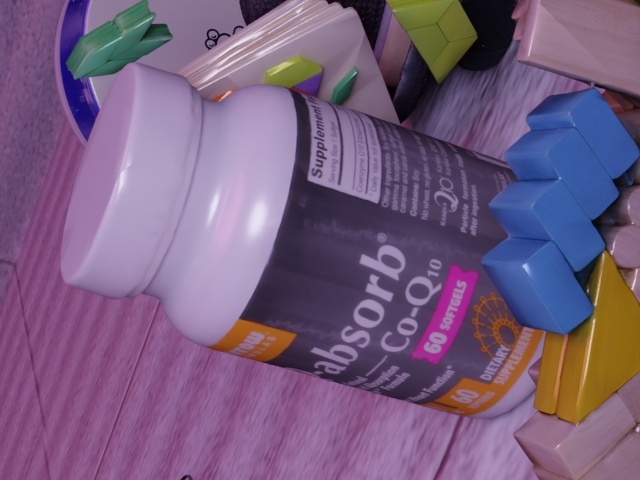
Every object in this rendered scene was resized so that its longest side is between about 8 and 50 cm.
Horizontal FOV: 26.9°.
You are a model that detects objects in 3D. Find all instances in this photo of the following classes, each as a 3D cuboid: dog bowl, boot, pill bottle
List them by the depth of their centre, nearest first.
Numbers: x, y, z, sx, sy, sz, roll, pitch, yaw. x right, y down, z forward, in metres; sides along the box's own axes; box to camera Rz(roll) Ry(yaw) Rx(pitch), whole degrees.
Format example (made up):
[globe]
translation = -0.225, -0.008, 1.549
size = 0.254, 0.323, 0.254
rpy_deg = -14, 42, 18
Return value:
[pill bottle]
translation = 0.000, 0.000, 0.792
size = 0.162, 0.279, 0.162
rpy_deg = -164, 90, -70
[boot]
translation = 0.113, -0.189, 0.986
size = 0.099, 0.045, 0.121
rpy_deg = -118, 32, -76
[dog bowl]
translation = -0.097, -0.162, 1.193
size = 0.104, 0.265, 0.264
rpy_deg = -5, 70, 66

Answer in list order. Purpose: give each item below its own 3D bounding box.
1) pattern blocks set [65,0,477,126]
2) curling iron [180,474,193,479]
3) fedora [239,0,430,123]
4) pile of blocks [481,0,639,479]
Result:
[pattern blocks set]
translation = -0.024, -0.073, 0.887
size = 0.285, 0.325, 0.026
rpy_deg = -36, 54, 13
[curling iron]
translation = -0.122, 0.334, 1.197
size = 0.274, 0.035, 0.068
rpy_deg = -92, 24, -44
[fedora]
translation = 0.019, -0.252, 1.012
size = 0.334, 0.153, 0.334
rpy_deg = -170, 90, -86
[pile of blocks]
translation = 0.135, -0.054, 0.673
size = 0.113, 0.149, 0.362
rpy_deg = 4, 79, 69
